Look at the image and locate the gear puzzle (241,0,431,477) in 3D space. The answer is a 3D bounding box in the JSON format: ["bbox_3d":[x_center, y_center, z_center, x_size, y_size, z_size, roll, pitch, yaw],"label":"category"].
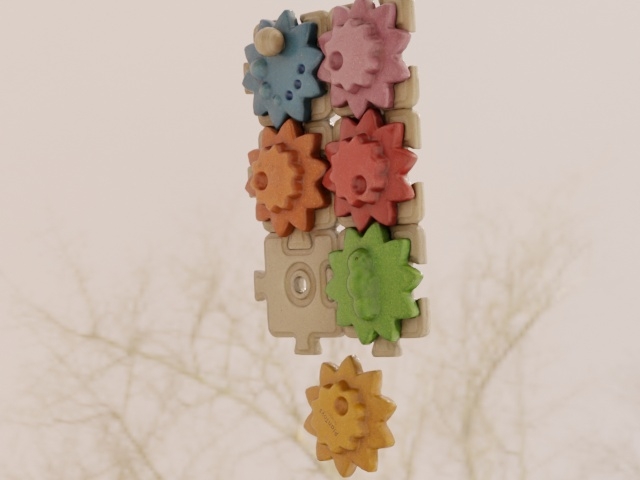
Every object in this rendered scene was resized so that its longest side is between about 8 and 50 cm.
[{"bbox_3d":[0.000,0.000,1.072,0.044,0.175,0.339,-3,-90,-45],"label":"gear puzzle"}]
